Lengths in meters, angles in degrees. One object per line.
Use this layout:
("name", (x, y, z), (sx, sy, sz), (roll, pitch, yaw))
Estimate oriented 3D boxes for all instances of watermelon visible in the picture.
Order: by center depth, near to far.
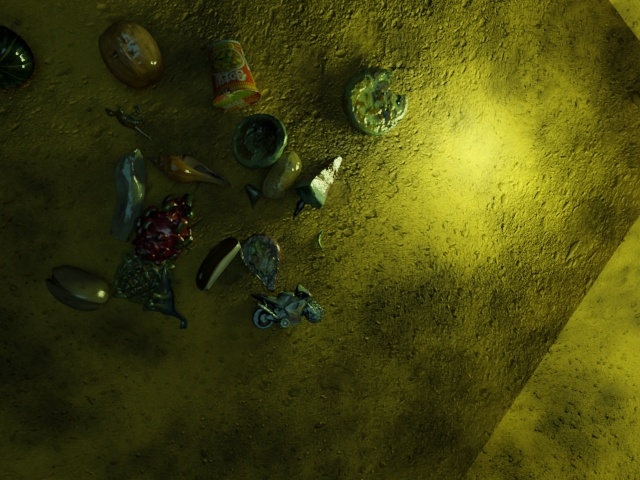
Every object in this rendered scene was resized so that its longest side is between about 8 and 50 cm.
("watermelon", (0.018, -0.256, 1.714), (0.154, 0.094, 0.241), (46, 64, -33))

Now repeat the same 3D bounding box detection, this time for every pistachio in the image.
("pistachio", (-0.888, 0.175, 1.485), (0.237, 0.153, 0.138), (23, 77, 11))

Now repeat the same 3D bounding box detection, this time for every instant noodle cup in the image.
("instant noodle cup", (-0.345, -0.638, 1.561), (0.193, 0.193, 0.212), (-14, 90, -14))

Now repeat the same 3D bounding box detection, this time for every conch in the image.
("conch", (-0.508, -0.261, 1.586), (0.330, 0.109, 0.093), (21, 128, -36))

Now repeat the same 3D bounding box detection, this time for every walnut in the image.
("walnut", (-0.674, -0.663, 1.458), (0.195, 0.195, 0.222), (-31, 103, -11))

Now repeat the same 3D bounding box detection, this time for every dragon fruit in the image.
("dragon fruit", (-0.582, -0.046, 1.522), (0.218, 0.198, 0.273), (18, 104, 5))

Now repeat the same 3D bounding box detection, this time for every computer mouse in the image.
("computer mouse", (-0.415, 0.087, 1.619), (0.056, 0.126, 0.245), (41, 84, -36))

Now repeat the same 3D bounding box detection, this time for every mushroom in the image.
("mushroom", (-0.721, -0.168, 1.527), (0.109, 0.097, 0.352), (6, 95, -15))

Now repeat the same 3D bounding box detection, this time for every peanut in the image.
("peanut", (-0.153, -0.262, 1.661), (0.129, 0.129, 0.224), (33, 83, -15))

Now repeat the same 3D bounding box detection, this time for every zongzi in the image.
("zongzi", (-0.291, -0.184, 1.678), (0.076, 0.040, 0.083), (32, 103, -8))

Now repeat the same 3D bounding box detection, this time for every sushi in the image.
("sushi", (-0.217, 0.080, 1.666), (0.161, 0.107, 0.241), (-40, 86, -6))

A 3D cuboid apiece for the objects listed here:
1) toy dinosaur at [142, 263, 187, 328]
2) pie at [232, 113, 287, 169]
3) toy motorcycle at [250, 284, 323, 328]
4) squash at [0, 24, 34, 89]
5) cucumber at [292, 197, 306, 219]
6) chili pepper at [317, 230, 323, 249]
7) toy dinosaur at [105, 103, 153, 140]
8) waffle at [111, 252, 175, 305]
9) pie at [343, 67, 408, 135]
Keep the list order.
("toy dinosaur", (-0.576, 0.225, 1.589), (0.188, 0.075, 0.248), (16, 92, -40))
("pie", (-0.247, -0.402, 1.634), (0.240, 0.054, 0.241), (-1, 84, 13))
("toy motorcycle", (-0.140, 0.278, 1.718), (0.307, 0.108, 0.173), (-3, 86, -14))
("squash", (-1.080, -0.611, 1.347), (0.218, 0.218, 0.172), (-24, 64, -13))
("cucumber", (-0.079, -0.160, 1.735), (0.039, 0.043, 0.163), (31, 82, 22))
("chili pepper", (0.000, 0.000, 1.776), (0.030, 0.017, 0.083), (3, 93, -17))
("toy dinosaur", (-0.726, -0.440, 1.539), (0.126, 0.039, 0.162), (-17, 103, -4))
("waffle", (-0.682, 0.150, 1.580), (0.223, 0.054, 0.204), (17, 89, -16))
("pie", (0.237, -0.605, 1.773), (0.302, 0.067, 0.303), (-2, 95, -17))
